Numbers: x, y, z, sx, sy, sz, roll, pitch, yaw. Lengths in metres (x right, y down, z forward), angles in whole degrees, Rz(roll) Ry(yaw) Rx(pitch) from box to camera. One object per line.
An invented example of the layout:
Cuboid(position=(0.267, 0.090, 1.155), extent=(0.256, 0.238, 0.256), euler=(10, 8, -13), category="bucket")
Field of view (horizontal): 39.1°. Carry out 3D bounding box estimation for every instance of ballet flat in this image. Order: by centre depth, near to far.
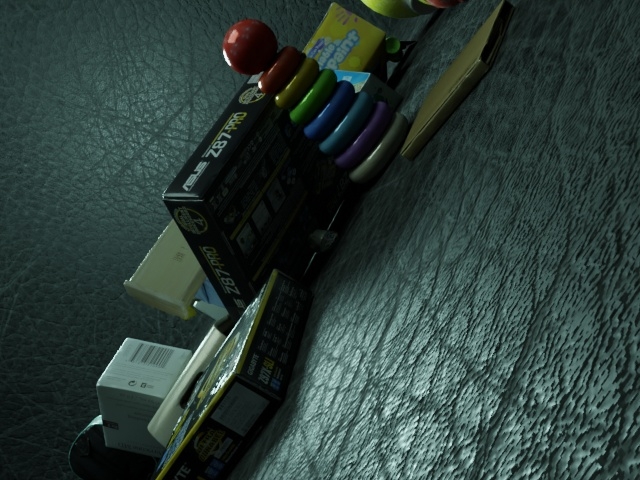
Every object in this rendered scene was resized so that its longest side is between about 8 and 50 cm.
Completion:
Cuboid(position=(0.000, 0.000, 1.531), extent=(0.041, 0.041, 0.114), euler=(-59, 7, -13), category="ballet flat")

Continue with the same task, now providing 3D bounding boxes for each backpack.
Cuboid(position=(-0.461, 0.483, 2.029), extent=(0.166, 0.188, 0.144), euler=(-57, 6, 14), category="backpack")

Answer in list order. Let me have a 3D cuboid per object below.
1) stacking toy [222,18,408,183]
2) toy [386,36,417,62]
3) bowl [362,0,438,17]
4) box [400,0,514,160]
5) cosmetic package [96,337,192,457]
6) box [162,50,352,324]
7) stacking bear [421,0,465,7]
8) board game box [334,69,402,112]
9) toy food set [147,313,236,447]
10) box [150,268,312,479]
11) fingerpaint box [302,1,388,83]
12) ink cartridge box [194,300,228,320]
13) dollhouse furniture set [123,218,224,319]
Cuboid(position=(-0.021, -0.239, 1.486), extent=(0.141, 0.330, 0.141), euler=(-51, 11, 14), category="stacking toy")
Cuboid(position=(0.177, -0.504, 2.416), extent=(0.237, 0.136, 0.056), euler=(-121, 29, -85), category="toy")
Cuboid(position=(0.238, -0.648, 2.217), extent=(0.289, 0.289, 0.156), euler=(-53, 50, 34), category="bowl")
Cuboid(position=(0.188, -0.221, 1.248), extent=(0.201, 0.021, 0.164), euler=(-51, 9, 47), category="box")
Cuboid(position=(-0.358, 0.329, 1.875), extent=(0.151, 0.151, 0.184), euler=(-65, -19, -53), category="cosmetic package")
Cuboid(position=(-0.089, -0.093, 1.593), extent=(0.097, 0.318, 0.395), euler=(2, 47, 31), category="box")
Cuboid(position=(0.257, -0.575, 1.917), extent=(0.164, 0.175, 0.289), euler=(-53, 15, 23), category="stacking bear")
Cuboid(position=(0.022, -0.211, 1.936), extent=(0.303, 0.097, 0.224), euler=(-57, 22, 0), category="board game box")
Cuboid(position=(-0.203, 0.258, 1.693), extent=(0.220, 0.092, 0.306), euler=(-57, -2, 3), category="toy food set")
Cuboid(position=(-0.125, 0.214, 1.276), extent=(0.257, 0.079, 0.322), euler=(-57, 6, 22), category="box")
Cuboid(position=(-0.005, -0.319, 2.287), extent=(0.445, 0.163, 0.371), euler=(-58, -8, -4), category="fingerpaint box")
Cuboid(position=(-0.191, 0.055, 2.328), extent=(0.306, 0.131, 0.226), euler=(-58, 7, 3), category="ink cartridge box")
Cuboid(position=(-0.223, 0.132, 1.880), extent=(0.198, 0.286, 0.303), euler=(-60, -22, -29), category="dollhouse furniture set")
